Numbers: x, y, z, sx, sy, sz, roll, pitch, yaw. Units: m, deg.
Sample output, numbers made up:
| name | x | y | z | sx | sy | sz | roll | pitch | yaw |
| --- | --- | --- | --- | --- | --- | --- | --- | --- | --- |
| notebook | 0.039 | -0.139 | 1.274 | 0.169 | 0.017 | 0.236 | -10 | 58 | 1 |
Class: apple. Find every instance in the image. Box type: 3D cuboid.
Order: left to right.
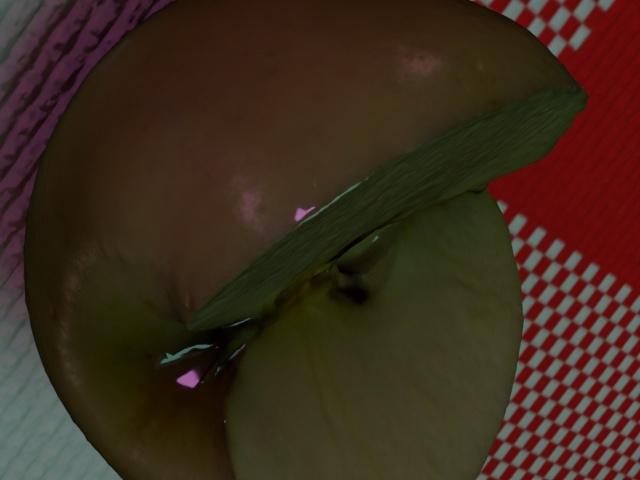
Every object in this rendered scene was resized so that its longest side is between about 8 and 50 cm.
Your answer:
| name | x | y | z | sx | sy | sz | roll | pitch | yaw |
| --- | --- | --- | --- | --- | --- | --- | --- | --- | --- |
| apple | -0.016 | -0.003 | 0.930 | 0.258 | 0.233 | 0.295 | -41 | 144 | -40 |
